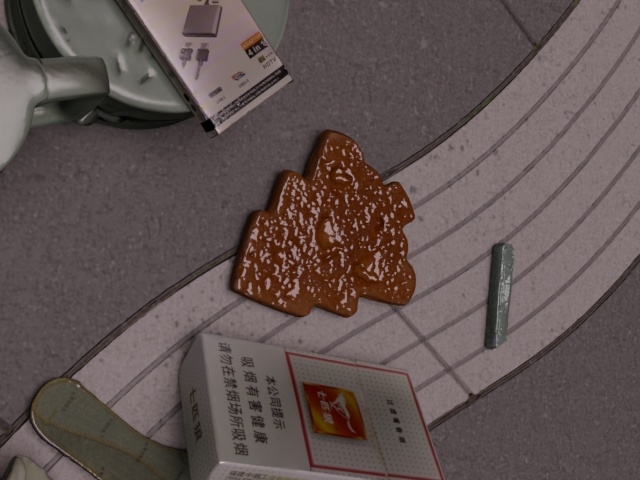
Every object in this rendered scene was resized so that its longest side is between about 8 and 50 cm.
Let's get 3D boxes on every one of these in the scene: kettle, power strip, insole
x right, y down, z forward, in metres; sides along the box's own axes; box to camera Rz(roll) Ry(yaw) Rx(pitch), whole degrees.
[{"bbox_3d":[-0.395,-0.123,1.050,0.265,0.318,0.205,21,78,-21],"label":"kettle"},{"bbox_3d":[-0.220,-0.304,1.242,0.357,0.161,0.357,2,87,-27],"label":"power strip"},{"bbox_3d":[-0.226,0.296,1.274,0.348,0.009,0.119,41,53,-18],"label":"insole"}]

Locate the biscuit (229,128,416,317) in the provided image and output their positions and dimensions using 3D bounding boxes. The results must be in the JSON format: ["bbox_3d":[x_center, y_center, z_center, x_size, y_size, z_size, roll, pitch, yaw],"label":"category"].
[{"bbox_3d":[0.000,0.000,1.406,0.306,0.043,0.284,-26,100,-24],"label":"biscuit"}]

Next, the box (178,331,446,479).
[{"bbox_3d":[-0.012,0.250,1.297,0.330,0.095,0.210,15,37,-26],"label":"box"}]

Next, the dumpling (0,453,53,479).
[{"bbox_3d":[-0.379,0.393,1.137,0.243,0.187,0.318,-67,163,-52],"label":"dumpling"}]

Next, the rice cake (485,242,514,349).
[{"bbox_3d":[0.283,0.088,1.550,0.029,0.033,0.171,10,82,-25],"label":"rice cake"}]

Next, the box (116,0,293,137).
[{"bbox_3d":[-0.149,-0.257,1.169,0.129,0.033,0.247,-41,106,-21],"label":"box"}]
